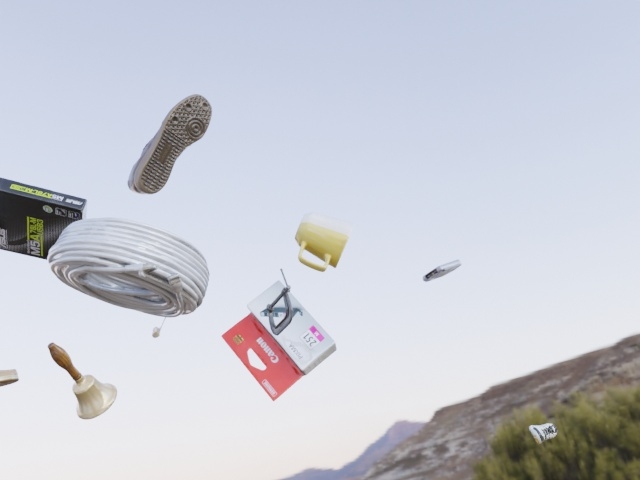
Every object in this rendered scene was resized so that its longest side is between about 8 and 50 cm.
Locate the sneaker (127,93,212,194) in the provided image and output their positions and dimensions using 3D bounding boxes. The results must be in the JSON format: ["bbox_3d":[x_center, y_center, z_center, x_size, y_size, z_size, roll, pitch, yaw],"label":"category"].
[{"bbox_3d":[-0.245,-0.155,1.038,0.071,0.188,0.066,4,-34,48],"label":"sneaker"}]

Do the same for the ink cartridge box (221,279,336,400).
[{"bbox_3d":[-0.129,0.287,1.933,0.239,0.275,0.060,-38,-27,-13],"label":"ink cartridge box"}]

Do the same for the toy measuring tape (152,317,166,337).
[{"bbox_3d":[-0.489,0.141,2.030,0.121,0.121,0.330,12,-69,-45],"label":"toy measuring tape"}]

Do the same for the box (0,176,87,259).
[{"bbox_3d":[-0.607,-0.035,1.433,0.184,0.045,0.190,13,-46,-12],"label":"box"}]

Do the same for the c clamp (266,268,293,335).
[{"bbox_3d":[-0.109,0.175,1.777,0.022,0.137,0.160,-2,-34,-32],"label":"c clamp"}]

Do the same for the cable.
[{"bbox_3d":[-0.311,0.047,1.084,0.257,0.089,0.257,9,-23,9],"label":"cable"}]

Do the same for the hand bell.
[{"bbox_3d":[-0.674,0.366,1.813,0.126,0.126,0.242,-16,-56,10],"label":"hand bell"}]

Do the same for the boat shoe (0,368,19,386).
[{"bbox_3d":[-0.633,0.236,1.187,0.170,0.059,0.063,0,-21,-16],"label":"boat shoe"}]

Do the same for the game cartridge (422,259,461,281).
[{"bbox_3d":[0.243,0.060,1.312,0.056,0.017,0.083,-13,-15,-21],"label":"game cartridge"}]

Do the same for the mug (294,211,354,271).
[{"bbox_3d":[0.002,-0.004,0.829,0.064,0.062,0.078,24,17,2],"label":"mug"}]

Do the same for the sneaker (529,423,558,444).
[{"bbox_3d":[0.370,0.314,1.090,0.037,0.032,0.083,-30,-21,19],"label":"sneaker"}]
